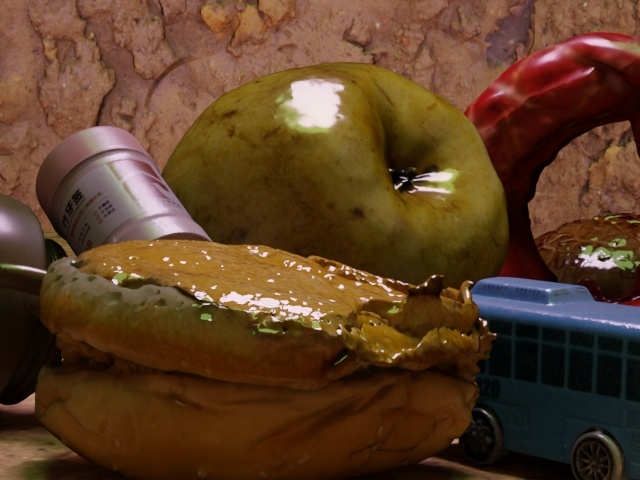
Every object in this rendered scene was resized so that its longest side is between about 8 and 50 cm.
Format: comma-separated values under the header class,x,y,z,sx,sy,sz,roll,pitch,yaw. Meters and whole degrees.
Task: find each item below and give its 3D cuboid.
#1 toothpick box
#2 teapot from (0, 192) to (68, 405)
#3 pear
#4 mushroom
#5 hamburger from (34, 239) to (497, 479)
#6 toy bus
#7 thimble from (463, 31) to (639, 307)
class,x,y,z,sx,sy,sz,roll,pitch,yaw
toothpick box,-0.155,-0.011,1.267,0.098,0.098,0.149,-1,38,-37
teapot,-0.263,0.052,1.259,0.175,0.186,0.267,17,-17,-33
pear,0.000,0.000,1.397,0.303,0.304,0.304,2,4,0
mushroom,0.330,0.052,1.806,0.253,0.153,0.253,-4,12,1
hamburger,-0.045,0.085,1.088,0.318,0.158,0.318,2,4,0
toy bus,0.182,0.100,1.148,0.116,0.134,0.234,-3,7,-42
thimble,0.279,-0.023,1.543,0.350,0.350,0.230,3,4,20
